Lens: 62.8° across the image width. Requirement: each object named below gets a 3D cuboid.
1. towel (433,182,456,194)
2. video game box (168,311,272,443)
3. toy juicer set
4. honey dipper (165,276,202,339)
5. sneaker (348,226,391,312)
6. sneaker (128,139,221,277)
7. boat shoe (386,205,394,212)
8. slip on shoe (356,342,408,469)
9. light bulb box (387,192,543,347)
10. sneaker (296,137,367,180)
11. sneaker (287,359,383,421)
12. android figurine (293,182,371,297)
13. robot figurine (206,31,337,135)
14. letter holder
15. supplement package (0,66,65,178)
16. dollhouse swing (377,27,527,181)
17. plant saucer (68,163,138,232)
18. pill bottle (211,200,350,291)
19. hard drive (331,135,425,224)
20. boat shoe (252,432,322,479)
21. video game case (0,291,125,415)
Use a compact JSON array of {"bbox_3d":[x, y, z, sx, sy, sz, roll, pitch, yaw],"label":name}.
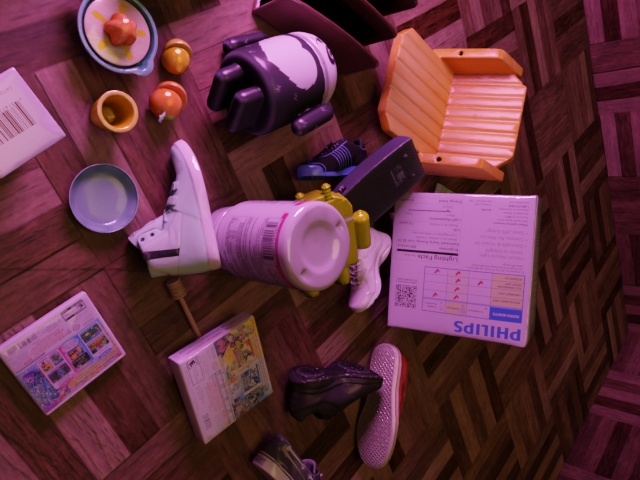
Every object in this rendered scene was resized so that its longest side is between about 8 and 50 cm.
[{"bbox_3d":[0.379,-0.091,1.628,0.113,0.023,0.151,21,79,-43],"label":"towel"},{"bbox_3d":[-0.198,0.278,1.079,0.187,0.048,0.205,-28,119,-36],"label":"video game box"},{"bbox_3d":[-0.313,-0.356,0.899,0.209,0.090,0.328,-18,106,-41],"label":"toy juicer set"},{"bbox_3d":[-0.262,0.146,1.034,0.030,0.031,0.160,-36,120,-36],"label":"honey dipper"},{"bbox_3d":[0.099,0.067,1.342,0.115,0.090,0.232,30,64,-34],"label":"sneaker"},{"bbox_3d":[-0.281,-0.058,0.954,0.151,0.094,0.255,-12,80,-13],"label":"sneaker"},{"bbox_3d":[0.139,-0.109,1.388,0.153,0.048,0.056,6,115,-37],"label":"boat shoe"},{"bbox_3d":[0.179,0.448,1.425,0.101,0.123,0.331,22,74,-47],"label":"slip on shoe"},{"bbox_3d":[0.385,0.060,1.388,0.225,0.358,0.360,-1,96,-62],"label":"light bulb box"},{"bbox_3d":[0.027,-0.195,1.251,0.232,0.081,0.090,-14,96,-47],"label":"sneaker"},{"bbox_3d":[0.033,0.373,1.296,0.287,0.109,0.130,6,96,-35],"label":"sneaker"},{"bbox_3d":[0.000,0.000,1.190,0.248,0.056,0.272,-19,124,-18],"label":"android figurine"},{"bbox_3d":[-0.090,-0.318,1.056,0.278,0.174,0.209,-34,118,-36],"label":"robot figurine"},{"bbox_3d":[0.045,-0.511,1.141,0.302,0.215,0.151,19,80,-43],"label":"letter holder"},{"bbox_3d":[-0.453,-0.154,0.719,0.105,0.179,0.105,-49,124,-30],"label":"supplement package"},{"bbox_3d":[0.368,-0.384,1.426,0.305,0.315,0.346,29,73,-62],"label":"dollhouse swing"},{"bbox_3d":[-0.376,-0.073,0.908,0.119,0.021,0.119,-4,96,-44],"label":"plant saucer"},{"bbox_3d":[-0.096,0.003,1.001,0.160,0.283,0.160,-5,97,-43],"label":"pill bottle"},{"bbox_3d":[0.132,-0.131,1.277,0.255,0.054,0.172,-41,144,-1],"label":"hard drive"},{"bbox_3d":[-0.041,0.567,1.233,0.102,0.108,0.301,-48,117,-28],"label":"boat shoe"},{"bbox_3d":[-0.430,0.188,0.882,0.157,0.019,0.143,-40,120,-35],"label":"video game case"}]
